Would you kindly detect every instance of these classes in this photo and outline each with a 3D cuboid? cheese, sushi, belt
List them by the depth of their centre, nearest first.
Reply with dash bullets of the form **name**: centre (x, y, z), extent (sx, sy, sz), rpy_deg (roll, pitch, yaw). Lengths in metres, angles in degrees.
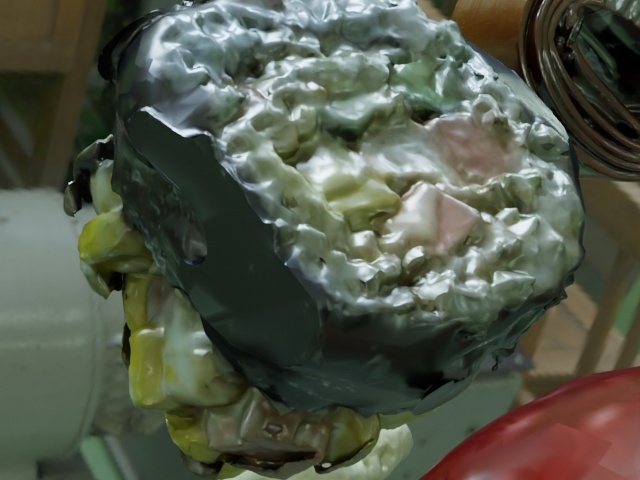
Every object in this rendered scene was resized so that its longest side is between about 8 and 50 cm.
- **sushi**: centre (0.000, 0.000, 1.047), extent (0.328, 0.285, 0.328), rpy_deg (-28, 69, -38)
- **belt**: centre (0.232, -0.153, 1.239), extent (0.105, 0.184, 0.261), rpy_deg (12, -20, 50)
- **cheese**: centre (-0.014, 0.281, 1.712), extent (0.159, 0.263, 0.093), rpy_deg (-23, 88, -49)

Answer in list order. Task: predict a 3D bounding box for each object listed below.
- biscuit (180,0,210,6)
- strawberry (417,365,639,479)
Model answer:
- **biscuit**: centre (-0.102, -0.275, 1.851), extent (0.194, 0.195, 0.053), rpy_deg (10, 10, -16)
- **strawberry**: centre (0.068, 0.195, 0.396), extent (0.345, 0.295, 0.317), rpy_deg (-20, 16, -24)
